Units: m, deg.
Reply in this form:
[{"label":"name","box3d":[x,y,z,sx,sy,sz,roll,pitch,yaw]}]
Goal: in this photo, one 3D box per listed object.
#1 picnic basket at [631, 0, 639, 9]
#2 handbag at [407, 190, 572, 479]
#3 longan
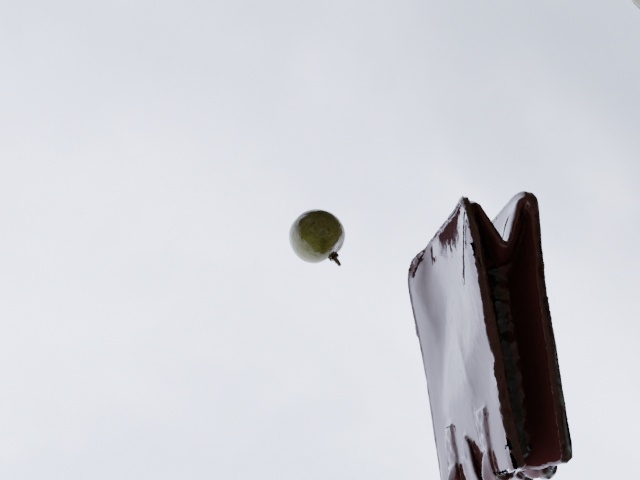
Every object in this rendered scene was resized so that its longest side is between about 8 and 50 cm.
[{"label":"picnic basket","box3d":[0.277,-0.201,0.727,0.164,0.115,0.079,-33,-104,-28]},{"label":"handbag","box3d":[0.164,0.110,1.131,0.084,0.260,0.275,-2,-106,-10]},{"label":"longan","box3d":[0.000,0.000,1.420,0.083,0.075,0.075,49,-138,11]}]
